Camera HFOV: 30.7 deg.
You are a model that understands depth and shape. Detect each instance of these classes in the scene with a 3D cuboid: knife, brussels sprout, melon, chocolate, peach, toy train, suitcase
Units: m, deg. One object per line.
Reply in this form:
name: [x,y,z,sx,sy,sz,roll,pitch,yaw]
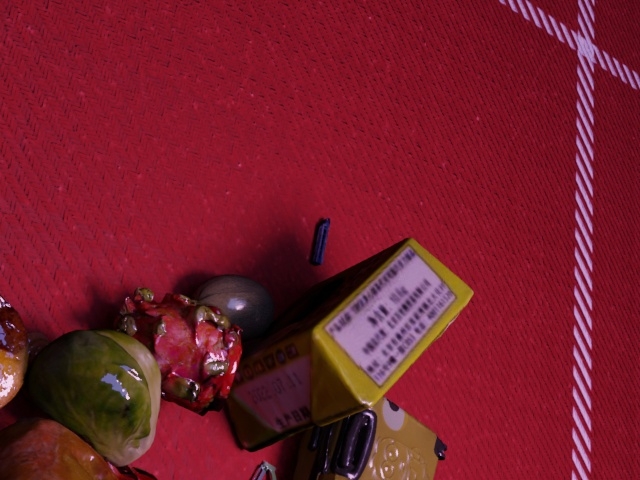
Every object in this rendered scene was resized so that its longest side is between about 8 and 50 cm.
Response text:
knife: [-0.048,0.406,1.730,0.166,0.023,0.078,50,55,-24]
brussels sprout: [-0.268,0.186,1.432,0.183,0.145,0.131,38,11,-20]
melon: [-0.126,0.097,1.668,0.131,0.098,0.098,15,70,-37]
chocolate: [0.025,0.145,1.681,0.137,0.289,0.301,54,47,-7]
peach: [-0.324,0.320,1.344,0.214,0.214,0.235,-3,63,-45]
toy train: [0.000,0.000,1.873,0.017,0.017,0.083,25,63,-31]
suitcase: [0.068,0.346,1.772,0.235,0.143,0.194,39,56,-34]

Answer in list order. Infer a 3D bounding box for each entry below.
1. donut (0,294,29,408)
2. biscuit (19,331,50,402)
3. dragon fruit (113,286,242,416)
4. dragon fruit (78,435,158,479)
donut: [-0.438,0.125,1.365,0.184,0.073,0.166,7,76,-43]
biscuit: [-0.356,0.160,1.480,0.078,0.015,0.091,-34,105,-43]
dragon fruit: [-0.195,0.145,1.547,0.172,0.166,0.160,21,107,-9]
dragon fruit: [-0.256,0.325,1.508,0.190,0.094,0.094,47,48,1]
